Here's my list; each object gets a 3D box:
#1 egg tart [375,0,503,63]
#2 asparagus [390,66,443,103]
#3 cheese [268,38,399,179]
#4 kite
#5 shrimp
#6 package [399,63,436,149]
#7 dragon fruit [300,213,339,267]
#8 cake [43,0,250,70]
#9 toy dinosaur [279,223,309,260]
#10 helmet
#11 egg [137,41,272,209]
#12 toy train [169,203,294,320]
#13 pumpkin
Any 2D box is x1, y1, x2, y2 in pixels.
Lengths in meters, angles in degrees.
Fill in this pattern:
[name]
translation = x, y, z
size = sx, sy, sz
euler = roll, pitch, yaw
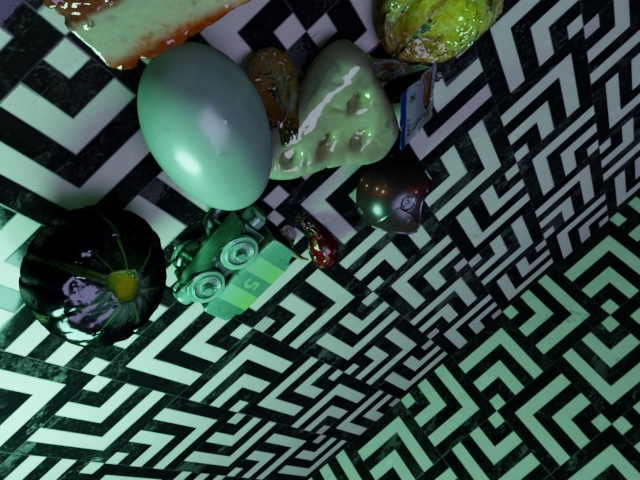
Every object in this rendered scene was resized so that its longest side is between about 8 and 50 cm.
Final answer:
[egg tart]
translation = 0.253, -0.504, 1.234
size = 0.290, 0.107, 0.291
euler = -5, 157, -2
[asparagus]
translation = 0.242, -0.388, 1.434
size = 0.165, 0.030, 0.036
euler = -32, 167, -12
[cheese]
translation = 0.025, -0.244, 1.321
size = 0.351, 0.130, 0.328
euler = -46, 143, 10
[kite]
translation = 0.172, -0.418, 1.267
size = 0.197, 0.006, 0.244
euler = 6, 158, -23
[shrimp]
translation = -0.091, -0.289, 1.144
size = 0.115, 0.217, 0.051
euler = -3, 170, -28
[package]
translation = 0.240, -0.333, 1.397
size = 0.173, 0.027, 0.171
euler = -50, 152, -31
[dragon fruit]
translation = 0.000, 0.000, 1.597
size = 0.094, 0.094, 0.191
euler = -31, 131, -10
[cake]
translation = -0.266, -0.439, 0.736
size = 0.269, 0.270, 0.320
euler = -25, 141, 2
[toy dinosaur]
translation = -0.098, 0.005, 1.557
size = 0.187, 0.044, 0.106
euler = 5, 109, -29
[helmet]
translation = 0.194, -0.126, 1.534
size = 0.216, 0.189, 0.193
euler = -36, 120, 5
[egg]
translation = -0.209, -0.201, 1.085
size = 0.229, 0.230, 0.371
euler = -31, 141, -10
[toy train]
translation = -0.218, 0.055, 1.393
size = 0.299, 0.167, 0.238
euler = -44, 138, 9
[pumpkin]
translation = -0.474, 0.066, 1.174
size = 0.295, 0.296, 0.296
euler = -23, 140, -20
